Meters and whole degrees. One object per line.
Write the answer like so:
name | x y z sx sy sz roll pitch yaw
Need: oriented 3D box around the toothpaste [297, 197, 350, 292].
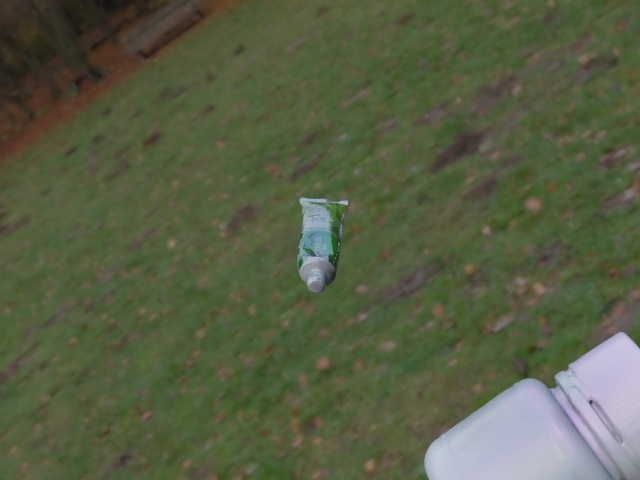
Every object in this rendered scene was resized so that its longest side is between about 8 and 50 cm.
toothpaste | 0.000 0.000 1.697 0.078 0.047 0.248 4 30 2

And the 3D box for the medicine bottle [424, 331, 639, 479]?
medicine bottle | 0.330 0.297 1.564 0.324 0.256 0.256 -35 15 4
